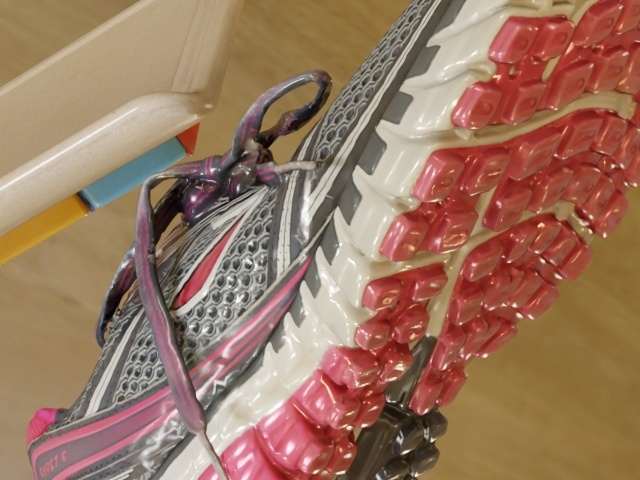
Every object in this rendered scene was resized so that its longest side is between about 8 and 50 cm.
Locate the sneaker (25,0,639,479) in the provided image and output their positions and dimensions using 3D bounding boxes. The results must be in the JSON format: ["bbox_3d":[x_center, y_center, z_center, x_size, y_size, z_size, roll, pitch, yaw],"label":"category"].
[{"bbox_3d":[0.000,0.000,0.526,0.121,0.112,0.299,3,126,-55],"label":"sneaker"}]

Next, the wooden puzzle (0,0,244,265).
[{"bbox_3d":[-0.125,-0.046,0.811,0.221,0.239,0.044,-28,109,18],"label":"wooden puzzle"}]
